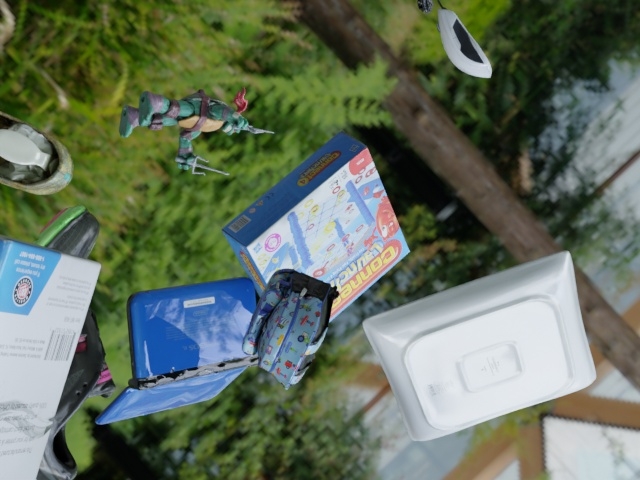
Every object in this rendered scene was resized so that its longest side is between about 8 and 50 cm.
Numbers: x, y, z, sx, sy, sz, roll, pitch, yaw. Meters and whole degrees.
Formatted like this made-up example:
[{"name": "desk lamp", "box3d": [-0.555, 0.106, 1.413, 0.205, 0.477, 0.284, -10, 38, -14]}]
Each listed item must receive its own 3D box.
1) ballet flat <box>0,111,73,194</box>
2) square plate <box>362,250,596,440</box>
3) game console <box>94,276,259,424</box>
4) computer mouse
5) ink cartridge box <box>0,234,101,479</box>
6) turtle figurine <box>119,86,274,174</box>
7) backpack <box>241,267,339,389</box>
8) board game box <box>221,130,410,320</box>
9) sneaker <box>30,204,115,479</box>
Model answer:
[{"name": "ballet flat", "box3d": [-0.534, -0.167, 1.734, 0.123, 0.349, 0.123, -59, -164, 28]}, {"name": "square plate", "box3d": [0.277, 0.196, 1.912, 0.344, 0.049, 0.347, -20, 133, 4]}, {"name": "game console", "box3d": [-0.274, 0.206, 2.180, 0.173, 0.250, 0.293, -3, -177, 45]}, {"name": "computer mouse", "box3d": [0.198, -0.324, 1.794, 0.042, 0.193, 0.106, -33, 167, -1]}, {"name": "ink cartridge box", "box3d": [-0.458, 0.183, 1.481, 0.285, 0.166, 0.394, 33, 73, -76]}, {"name": "turtle figurine", "box3d": [-0.208, -0.194, 1.948, 0.234, 0.118, 0.175, 8, 145, -32]}, {"name": "backpack", "box3d": [-0.054, 0.145, 1.844, 0.173, 0.117, 0.158, -74, -171, -63]}, {"name": "board game box", "box3d": [0.000, 0.000, 2.241, 0.308, 0.086, 0.302, -41, 134, -15]}, {"name": "sneaker", "box3d": [-0.426, 0.176, 1.911, 0.185, 0.202, 0.482, -87, -170, -82]}]
